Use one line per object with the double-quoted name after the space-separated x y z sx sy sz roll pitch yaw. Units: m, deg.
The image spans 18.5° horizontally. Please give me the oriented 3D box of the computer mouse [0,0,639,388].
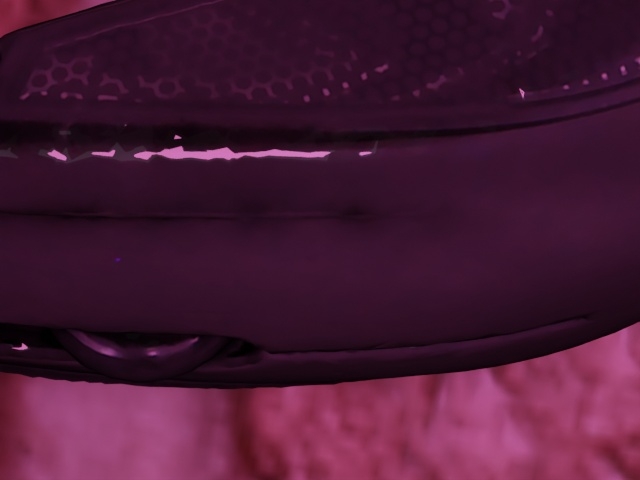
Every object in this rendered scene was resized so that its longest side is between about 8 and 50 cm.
0.000 0.000 0.388 0.272 0.188 0.072 -20 69 -4 "computer mouse"
